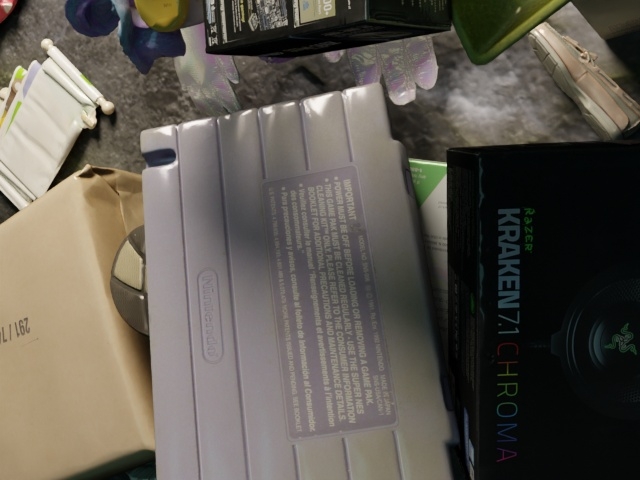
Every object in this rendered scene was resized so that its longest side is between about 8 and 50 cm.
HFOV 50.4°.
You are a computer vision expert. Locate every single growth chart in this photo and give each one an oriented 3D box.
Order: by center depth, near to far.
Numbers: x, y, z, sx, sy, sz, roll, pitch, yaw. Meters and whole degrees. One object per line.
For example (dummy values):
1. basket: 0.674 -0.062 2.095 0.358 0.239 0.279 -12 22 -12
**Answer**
1. growth chart: -0.386 -0.150 0.918 0.237 0.021 0.172 -47 74 24

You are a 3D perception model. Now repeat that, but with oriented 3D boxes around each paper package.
1. paper package: -0.286 0.125 0.797 0.324 0.168 0.310 -26 76 27

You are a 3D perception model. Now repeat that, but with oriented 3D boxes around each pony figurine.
1. pony figurine: -0.078 -0.263 0.594 0.302 0.363 0.351 -5 109 24

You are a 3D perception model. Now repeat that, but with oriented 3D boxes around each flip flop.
1. flip flop: -0.069 0.055 0.633 0.276 0.080 0.112 9 75 12

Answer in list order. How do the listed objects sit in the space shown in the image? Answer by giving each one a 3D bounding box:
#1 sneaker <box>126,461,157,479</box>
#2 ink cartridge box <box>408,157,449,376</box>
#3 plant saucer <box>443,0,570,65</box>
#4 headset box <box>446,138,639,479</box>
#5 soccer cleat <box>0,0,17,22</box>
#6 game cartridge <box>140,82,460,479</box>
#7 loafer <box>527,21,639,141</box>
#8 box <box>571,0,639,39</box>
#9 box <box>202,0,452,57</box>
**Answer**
1. sneaker: -0.135 0.284 0.806 0.235 0.090 0.095 -12 113 34
2. ink cartridge box: 0.119 0.036 0.634 0.154 0.093 0.213 10 98 27
3. plant saucer: 0.125 -0.221 0.355 0.188 0.045 0.188 -34 73 47
4. headset box: 0.241 0.051 0.495 0.282 0.131 0.247 -1 99 1
5. soccer cleat: -0.425 -0.381 0.890 0.248 0.083 0.095 -51 43 28
6. game cartridge: -0.024 0.056 0.551 0.230 0.068 0.355 -8 72 3
7. loafer: 0.230 -0.141 0.589 0.039 0.045 0.125 -36 85 9
8. box: 0.229 -0.242 0.464 0.126 0.232 0.149 -11 92 29
9. box: -0.004 -0.209 0.406 0.147 0.077 0.180 6 103 46
